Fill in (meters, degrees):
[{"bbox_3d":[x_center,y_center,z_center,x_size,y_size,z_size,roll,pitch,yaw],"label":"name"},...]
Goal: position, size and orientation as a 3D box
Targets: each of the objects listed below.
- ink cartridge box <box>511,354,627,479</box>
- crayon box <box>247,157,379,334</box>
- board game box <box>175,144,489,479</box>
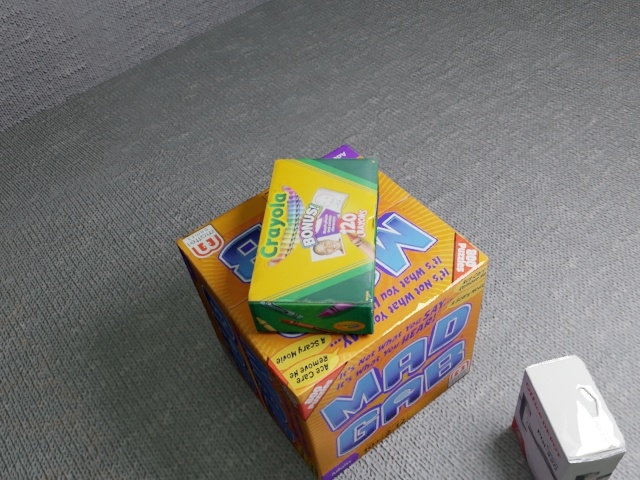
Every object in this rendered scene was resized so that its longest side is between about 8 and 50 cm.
[{"bbox_3d":[0.382,0.307,0.960,0.092,0.217,0.158,-12,49,-2],"label":"ink cartridge box"},{"bbox_3d":[0.000,0.000,0.894,0.166,0.081,0.278,0,50,7],"label":"crayon box"},{"bbox_3d":[0.024,0.126,1.074,0.356,0.356,0.356,-32,54,-18],"label":"board game box"}]
